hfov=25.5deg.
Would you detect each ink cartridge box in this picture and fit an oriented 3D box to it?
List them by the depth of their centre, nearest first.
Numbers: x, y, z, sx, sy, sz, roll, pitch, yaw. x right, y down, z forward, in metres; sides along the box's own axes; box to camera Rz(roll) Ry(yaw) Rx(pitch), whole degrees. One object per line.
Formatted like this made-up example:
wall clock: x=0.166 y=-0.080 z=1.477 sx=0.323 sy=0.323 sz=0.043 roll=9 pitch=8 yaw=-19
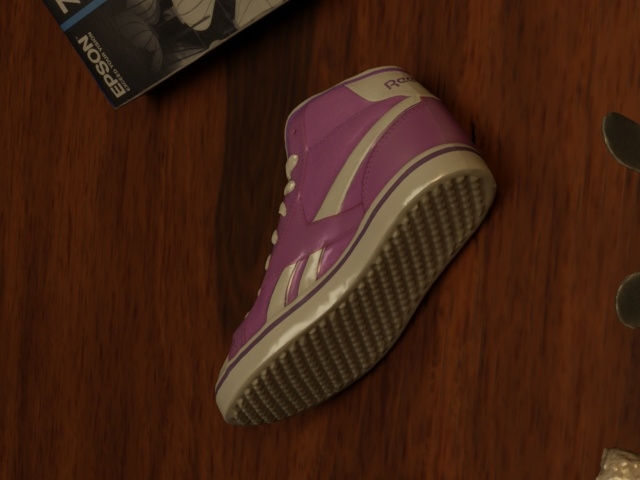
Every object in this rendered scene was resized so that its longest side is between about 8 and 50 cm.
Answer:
ink cartridge box: x=-0.141 y=-0.218 z=1.152 sx=0.332 sy=0.065 sz=0.165 roll=-25 pitch=103 yaw=47

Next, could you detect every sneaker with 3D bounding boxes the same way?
sneaker: x=0.001 y=0.000 z=1.026 sx=0.282 sy=0.102 sz=0.161 roll=-50 pitch=51 yaw=23

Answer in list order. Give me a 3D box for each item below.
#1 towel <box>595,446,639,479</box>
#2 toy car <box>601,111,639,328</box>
towel: x=0.197 y=0.268 z=0.771 sx=0.187 sy=0.049 sz=0.282 roll=20 pitch=104 yaw=15
toy car: x=0.201 y=-0.005 z=0.726 sx=0.149 sy=0.188 sz=0.155 roll=-14 pitch=79 yaw=47
